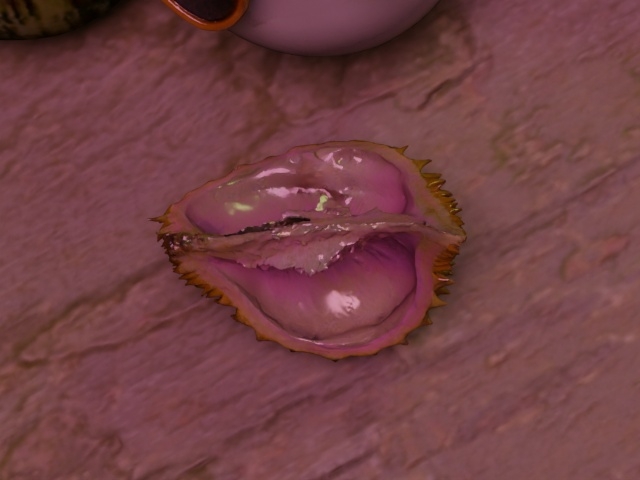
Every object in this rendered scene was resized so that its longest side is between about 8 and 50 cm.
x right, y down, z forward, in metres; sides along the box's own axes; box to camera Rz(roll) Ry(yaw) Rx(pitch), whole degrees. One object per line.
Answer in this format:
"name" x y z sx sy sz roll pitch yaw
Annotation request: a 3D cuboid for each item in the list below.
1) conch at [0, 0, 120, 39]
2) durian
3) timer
"conch" -0.190 -0.231 1.359 0.124 0.187 0.181 19 129 44
"durian" 0.001 -0.002 1.318 0.182 0.132 0.165 -34 72 8
"timer" 0.002 -0.249 1.331 0.233 0.240 0.233 8 117 15
